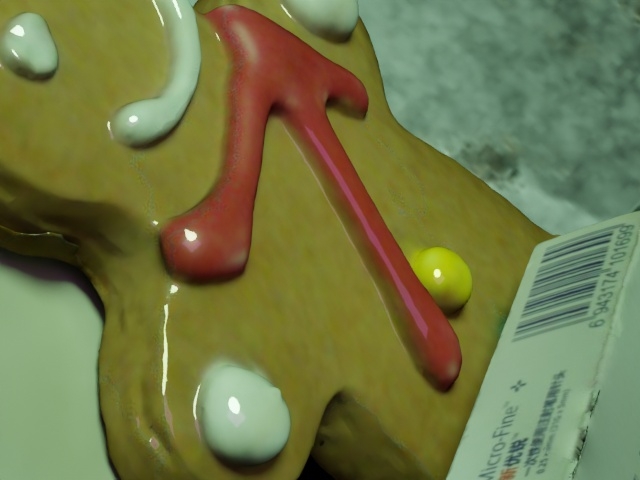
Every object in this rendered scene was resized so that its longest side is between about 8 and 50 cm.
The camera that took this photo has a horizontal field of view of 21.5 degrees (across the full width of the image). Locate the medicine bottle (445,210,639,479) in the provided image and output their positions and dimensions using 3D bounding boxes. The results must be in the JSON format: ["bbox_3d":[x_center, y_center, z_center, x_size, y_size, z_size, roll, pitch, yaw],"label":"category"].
[{"bbox_3d":[0.119,0.112,0.519,0.201,0.052,0.171,53,36,-20],"label":"medicine bottle"}]

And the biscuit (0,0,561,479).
[{"bbox_3d":[0.000,0.000,0.523,0.340,0.047,0.216,41,39,-26],"label":"biscuit"}]

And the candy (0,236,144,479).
[{"bbox_3d":[-0.187,0.069,0.468,0.386,0.186,0.427,-27,79,-29],"label":"candy"}]
